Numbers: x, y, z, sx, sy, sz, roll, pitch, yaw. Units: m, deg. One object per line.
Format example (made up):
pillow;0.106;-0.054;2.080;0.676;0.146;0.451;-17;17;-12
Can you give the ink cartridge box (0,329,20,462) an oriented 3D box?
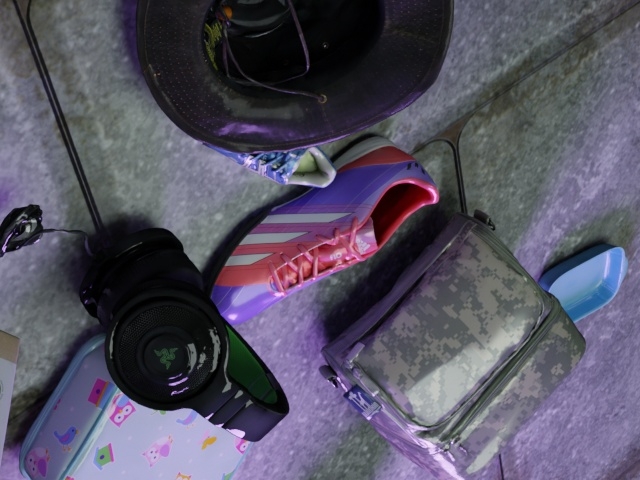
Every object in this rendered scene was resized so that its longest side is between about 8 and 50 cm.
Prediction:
ink cartridge box;-0.408;0.183;1.575;0.193;0.088;0.234;30;59;-50

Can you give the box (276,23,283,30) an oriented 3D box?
box;0.005;-0.325;1.741;0.164;0.021;0.201;-30;135;-25

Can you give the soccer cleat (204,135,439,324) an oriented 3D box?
soccer cleat;0.000;0.000;1.902;0.318;0.116;0.108;-39;139;-16

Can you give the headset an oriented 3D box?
headset;-0.202;0.096;1.708;0.185;0.243;0.394;-44;123;5

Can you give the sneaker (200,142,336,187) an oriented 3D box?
sneaker;-0.060;-0.114;1.788;0.211;0.081;0.080;16;108;-47

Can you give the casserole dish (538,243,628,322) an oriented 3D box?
casserole dish;0.388;0.068;2.394;0.188;0.037;0.114;-26;133;-30

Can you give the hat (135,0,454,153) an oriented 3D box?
hat;-0.030;-0.247;1.654;0.331;0.134;0.331;-4;127;-5

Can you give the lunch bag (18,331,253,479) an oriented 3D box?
lunch bag;-0.205;0.228;1.881;0.279;0.108;0.224;24;97;-51

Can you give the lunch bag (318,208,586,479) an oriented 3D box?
lunch bag;0.165;0.139;2.110;0.305;0.212;0.256;-46;124;-9
